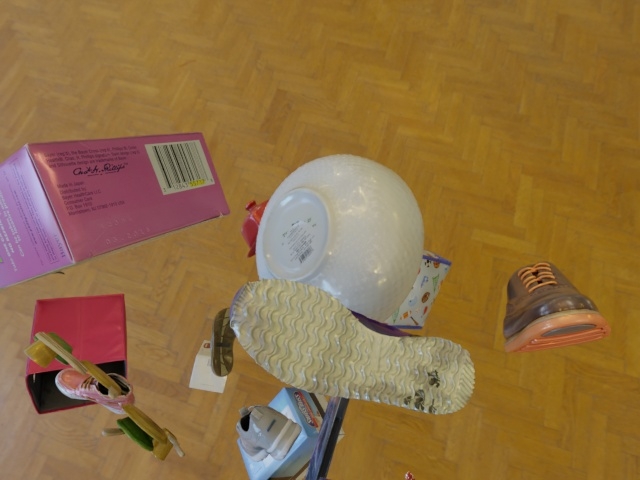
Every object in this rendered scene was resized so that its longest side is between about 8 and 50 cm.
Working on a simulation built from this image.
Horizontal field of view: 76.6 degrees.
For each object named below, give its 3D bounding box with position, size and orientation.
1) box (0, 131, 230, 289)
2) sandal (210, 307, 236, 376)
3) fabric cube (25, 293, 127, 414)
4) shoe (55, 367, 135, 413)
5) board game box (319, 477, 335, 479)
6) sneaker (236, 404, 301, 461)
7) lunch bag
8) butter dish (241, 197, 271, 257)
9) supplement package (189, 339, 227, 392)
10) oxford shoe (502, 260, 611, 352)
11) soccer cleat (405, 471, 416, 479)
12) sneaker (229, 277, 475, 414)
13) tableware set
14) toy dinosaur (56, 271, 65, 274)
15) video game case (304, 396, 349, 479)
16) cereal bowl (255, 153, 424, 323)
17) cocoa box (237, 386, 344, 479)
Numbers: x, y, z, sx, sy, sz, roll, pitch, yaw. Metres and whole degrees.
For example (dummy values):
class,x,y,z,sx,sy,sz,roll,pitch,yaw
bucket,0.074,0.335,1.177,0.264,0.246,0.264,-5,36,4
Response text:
class,x,y,z,sx,sy,sz,roll,pitch,yaw
box,-0.284,-0.037,0.511,0.242,0.213,0.117,-14,98,34
sandal,-0.251,0.259,1.041,0.072,0.049,0.180,15,58,-24
fabric cube,-0.763,0.355,1.298,0.259,0.254,0.258,-2,46,-27
shoe,-0.480,0.306,0.865,0.177,0.081,0.063,24,41,0
board game box,0.057,0.495,0.575,0.141,0.291,0.232,10,66,0
sneaker,-0.131,0.402,0.887,0.115,0.281,0.105,42,53,1
lunch bag,0.283,0.164,1.597,0.239,0.385,0.328,28,102,44
butter dish,-0.149,-0.056,1.058,0.118,0.160,0.160,46,52,6
supplement package,-0.452,0.521,1.702,0.139,0.244,0.134,14,88,-10
oxford shoe,0.336,0.098,0.631,0.129,0.363,0.133,-14,74,17
soccer cleat,0.311,0.833,1.428,0.035,0.083,0.029,19,59,46
sneaker,0.023,0.134,0.491,0.293,0.146,0.102,24,74,-14
tableware set,-0.181,0.132,0.339,0.154,0.104,0.024,47,63,-12
toy dinosaur,-0.906,0.067,1.287,0.064,0.268,0.118,-41,96,-16
video game case,0.015,0.451,0.929,0.026,0.196,0.274,18,77,2
cereal bowl,0.000,0.000,0.719,0.338,0.141,0.339,-12,72,38
cocoa box,-0.126,0.797,1.633,0.347,0.228,0.231,-51,45,14
